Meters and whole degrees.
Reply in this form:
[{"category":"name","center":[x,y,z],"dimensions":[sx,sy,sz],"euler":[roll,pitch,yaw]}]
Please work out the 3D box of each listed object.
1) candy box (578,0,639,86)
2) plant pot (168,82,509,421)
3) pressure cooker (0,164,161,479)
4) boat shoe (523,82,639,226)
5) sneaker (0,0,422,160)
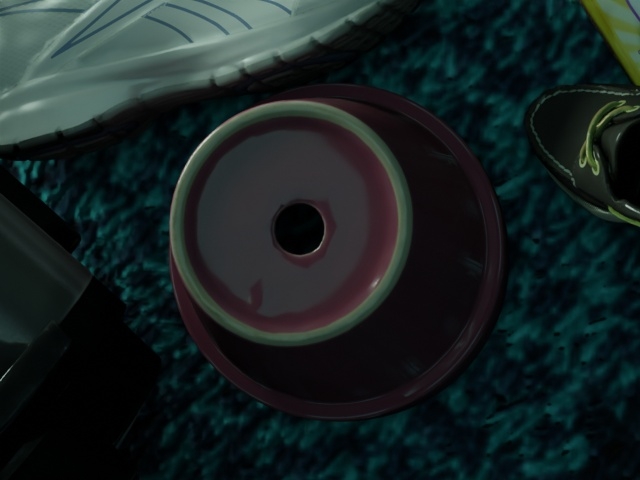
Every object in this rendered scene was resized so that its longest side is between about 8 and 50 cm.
[{"category":"candy box","center":[0.225,-0.126,1.024],"dimensions":[0.105,0.027,0.206],"euler":[-33,79,9]},{"category":"plant pot","center":[0.000,0.000,0.973],"dimensions":[0.201,0.180,0.201],"euler":[-1,83,10]},{"category":"pressure cooker","center":[-0.290,0.109,0.905],"dimensions":[0.420,0.370,0.375],"euler":[42,94,-6]},{"category":"boat shoe","center":[0.186,-0.045,0.945],"dimensions":[0.228,0.068,0.081],"euler":[31,90,49]},{"category":"sneaker","center":[-0.078,-0.140,1.033],"dimensions":[0.297,0.111,0.129],"euler":[-15,86,7]}]
